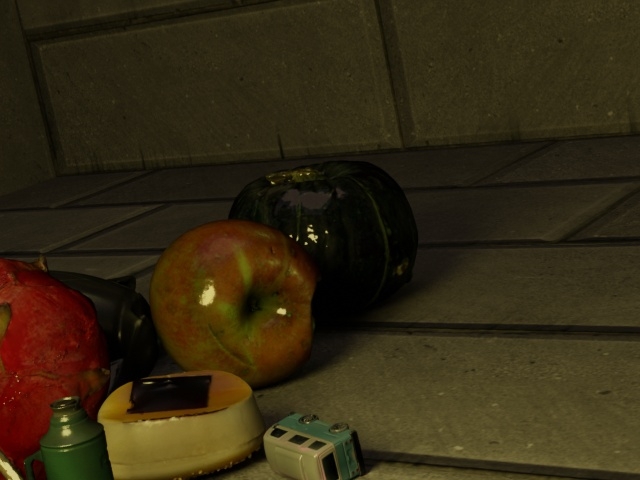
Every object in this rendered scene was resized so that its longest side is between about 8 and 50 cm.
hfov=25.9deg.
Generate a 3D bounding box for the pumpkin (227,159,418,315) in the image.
[{"bbox_3d":[0.000,0.000,2.250,0.323,0.241,0.323,-5,14,1],"label":"pumpkin"}]

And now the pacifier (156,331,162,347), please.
[{"bbox_3d":[-0.307,0.139,2.217,0.126,0.117,0.150,-34,6,26],"label":"pacifier"}]

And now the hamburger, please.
[{"bbox_3d":[-0.172,0.233,1.698,0.210,0.116,0.173,-8,21,-3],"label":"hamburger"}]

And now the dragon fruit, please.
[{"bbox_3d":[-0.406,0.172,1.720,0.295,0.296,0.301,-3,25,32],"label":"dragon fruit"}]

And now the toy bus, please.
[{"bbox_3d":[-0.014,0.245,1.608,0.075,0.060,0.123,-24,20,-34],"label":"toy bus"}]

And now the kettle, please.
[{"bbox_3d":[-0.393,0.175,1.972,0.324,0.228,0.321,-5,40,14],"label":"kettle"}]

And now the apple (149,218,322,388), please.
[{"bbox_3d":[-0.122,0.087,1.977,0.246,0.246,0.226,-17,11,-23],"label":"apple"}]

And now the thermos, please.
[{"bbox_3d":[-0.254,0.257,1.468,0.083,0.188,0.073,-1,15,32],"label":"thermos"}]

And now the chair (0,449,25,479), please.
[{"bbox_3d":[-0.342,0.329,1.336,0.272,0.166,0.188,41,35,17],"label":"chair"}]
